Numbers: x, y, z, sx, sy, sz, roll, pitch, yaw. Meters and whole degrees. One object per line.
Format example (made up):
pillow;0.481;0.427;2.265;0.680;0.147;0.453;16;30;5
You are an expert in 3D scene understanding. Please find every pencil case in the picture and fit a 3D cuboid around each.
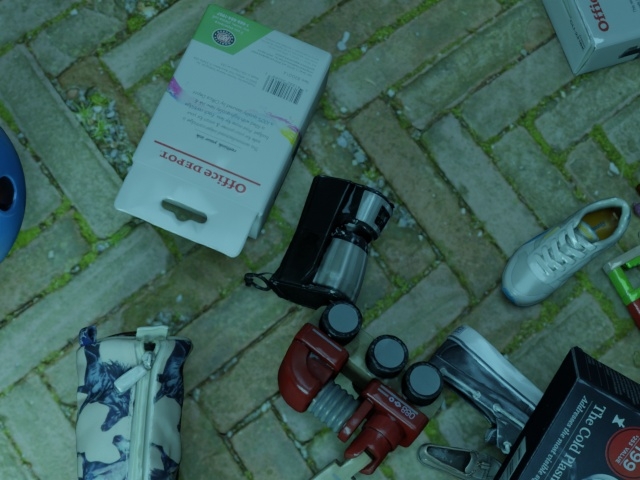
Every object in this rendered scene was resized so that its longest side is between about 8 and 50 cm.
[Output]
pencil case;-0.249;0.318;1.625;0.159;0.183;0.411;1;72;-6

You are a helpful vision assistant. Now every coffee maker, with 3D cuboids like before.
coffee maker;0.000;0.000;1.788;0.171;0.120;0.178;20;70;2

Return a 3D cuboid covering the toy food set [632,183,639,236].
toy food set;0.520;-0.063;1.912;0.077;0.019;0.122;5;71;-4

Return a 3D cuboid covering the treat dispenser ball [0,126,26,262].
treat dispenser ball;-0.544;-0.063;1.666;0.288;0.288;0.288;2;71;-5

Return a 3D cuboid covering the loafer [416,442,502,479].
loafer;0.199;0.313;1.744;0.125;0.039;0.045;13;70;-1

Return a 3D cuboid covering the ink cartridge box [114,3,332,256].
ink cartridge box;-0.143;-0.144;1.822;0.207;0.119;0.354;23;70;2

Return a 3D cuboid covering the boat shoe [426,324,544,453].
boat shoe;0.275;0.254;1.738;0.301;0.108;0.102;44;79;7

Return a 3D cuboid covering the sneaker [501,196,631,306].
sneaker;0.361;0.010;1.834;0.228;0.092;0.087;-38;80;-14

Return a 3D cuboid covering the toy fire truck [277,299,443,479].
toy fire truck;0.017;0.245;1.709;0.217;0.158;0.246;37;62;7

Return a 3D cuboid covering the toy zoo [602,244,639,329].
toy zoo;0.577;0.120;1.845;0.192;0.030;0.293;-26;78;-12

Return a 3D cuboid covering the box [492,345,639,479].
box;0.382;0.371;1.597;0.312;0.179;0.343;28;101;4

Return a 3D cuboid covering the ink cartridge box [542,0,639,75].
ink cartridge box;0.502;-0.400;1.973;0.272;0.114;0.197;-16;75;-12
